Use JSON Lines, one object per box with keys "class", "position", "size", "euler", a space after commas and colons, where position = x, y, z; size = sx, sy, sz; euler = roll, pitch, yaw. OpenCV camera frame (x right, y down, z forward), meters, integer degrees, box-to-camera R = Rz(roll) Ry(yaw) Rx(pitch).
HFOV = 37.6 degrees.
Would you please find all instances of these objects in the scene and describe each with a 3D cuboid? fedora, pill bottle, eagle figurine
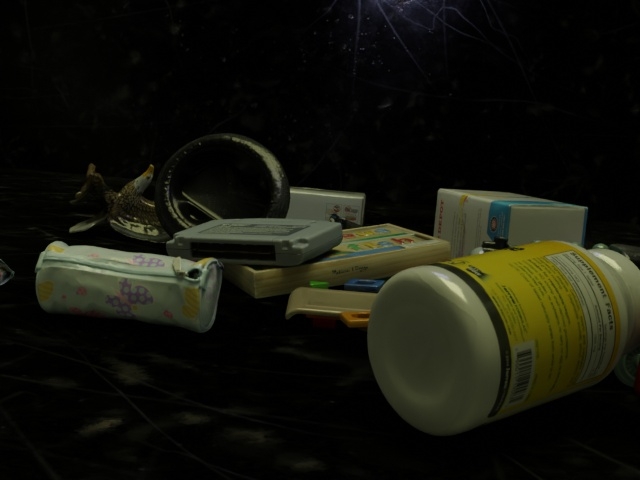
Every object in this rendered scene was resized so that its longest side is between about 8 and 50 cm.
{"class": "fedora", "position": [-0.217, -0.081, 2.173], "size": [0.334, 0.334, 0.152], "euler": [7, -25, 13]}
{"class": "pill bottle", "position": [0.235, 0.101, 1.105], "size": [0.334, 0.187, 0.188], "euler": [-9, 15, -37]}
{"class": "eagle figurine", "position": [-0.441, -0.079, 2.292], "size": [0.298, 0.225, 0.226], "euler": [32, 44, -19]}

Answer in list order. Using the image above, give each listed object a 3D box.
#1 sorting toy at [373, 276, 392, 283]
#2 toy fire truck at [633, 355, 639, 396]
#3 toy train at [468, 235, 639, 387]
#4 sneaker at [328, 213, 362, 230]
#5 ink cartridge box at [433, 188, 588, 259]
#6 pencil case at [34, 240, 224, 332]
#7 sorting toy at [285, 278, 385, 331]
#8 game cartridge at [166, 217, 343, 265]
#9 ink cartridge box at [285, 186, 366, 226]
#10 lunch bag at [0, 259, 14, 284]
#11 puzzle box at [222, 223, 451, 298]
{"class": "sorting toy", "position": [0.242, 0.089, 1.786], "size": [0.275, 0.046, 0.132], "euler": [2, 5, 31]}
{"class": "toy fire truck", "position": [0.442, 0.177, 1.046], "size": [0.217, 0.158, 0.246], "euler": [13, 1, 43]}
{"class": "toy train", "position": [0.356, 0.095, 1.322], "size": [0.334, 0.190, 0.142], "euler": [5, 7, 1]}
{"class": "sneaker", "position": [0.000, 0.000, 2.043], "size": [0.217, 0.121, 0.079], "euler": [1, 8, -27]}
{"class": "ink cartridge box", "position": [0.384, 0.006, 1.955], "size": [0.197, 0.198, 0.270], "euler": [1, 9, -24]}
{"class": "pencil case", "position": [-0.285, 0.068, 1.405], "size": [0.273, 0.113, 0.124], "euler": [5, -14, 12]}
{"class": "sorting toy", "position": [0.043, 0.115, 1.530], "size": [0.196, 0.047, 0.347], "euler": [0, 7, 1]}
{"class": "game cartridge", "position": [-0.119, -0.001, 1.801], "size": [0.297, 0.062, 0.198], "euler": [2, 9, 27]}
{"class": "ink cartridge box", "position": [-0.035, -0.076, 2.546], "size": [0.310, 0.130, 0.272], "euler": [6, 6, 4]}
{"class": "lunch bag", "position": [-0.579, 0.048, 1.607], "size": [0.071, 0.053, 0.083], "euler": [13, 2, 38]}
{"class": "puzzle box", "position": [0.017, 0.032, 1.858], "size": [0.409, 0.052, 0.272], "euler": [-8, 12, -22]}
